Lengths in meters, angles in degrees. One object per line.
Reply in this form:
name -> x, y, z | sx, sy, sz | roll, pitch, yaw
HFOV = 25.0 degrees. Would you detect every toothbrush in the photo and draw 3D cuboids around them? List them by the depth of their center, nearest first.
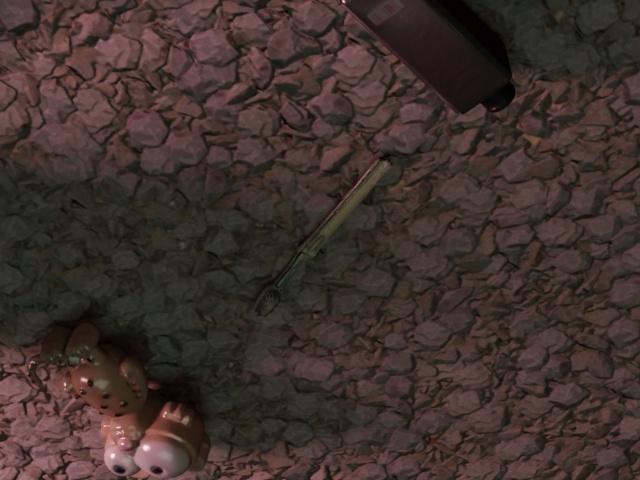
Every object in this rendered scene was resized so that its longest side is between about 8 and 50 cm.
toothbrush -> 0.000, -0.004, 1.803 | 0.026, 0.028, 0.294 | 25, 120, -24

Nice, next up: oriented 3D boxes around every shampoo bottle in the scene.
shampoo bottle -> 0.125, -0.226, 1.577 | 0.080, 0.079, 0.246 | -34, 124, 26

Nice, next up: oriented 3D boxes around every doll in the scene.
doll -> -0.266, 0.220, 1.926 | 0.154, 0.119, 0.278 | -23, 124, 33
